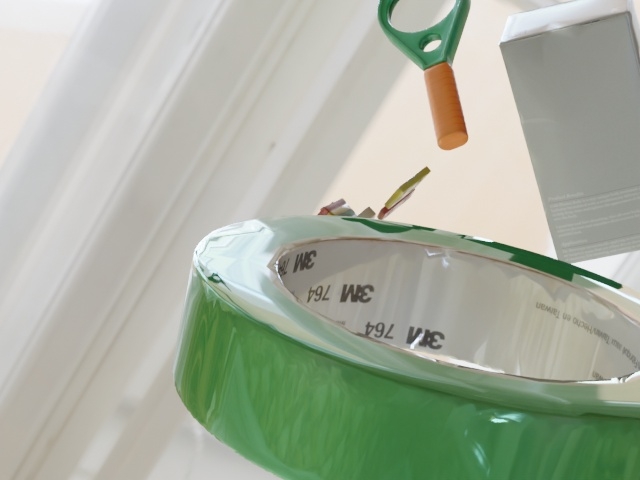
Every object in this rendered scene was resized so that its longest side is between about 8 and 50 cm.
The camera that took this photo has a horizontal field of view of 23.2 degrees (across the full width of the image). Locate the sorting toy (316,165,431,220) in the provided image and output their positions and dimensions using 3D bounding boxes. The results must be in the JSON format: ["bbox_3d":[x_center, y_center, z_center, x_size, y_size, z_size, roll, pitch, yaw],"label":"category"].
[{"bbox_3d":[0.000,0.000,1.702,0.046,0.274,0.132,50,174,5],"label":"sorting toy"}]

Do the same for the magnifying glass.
[{"bbox_3d":[0.106,-0.177,1.465,0.026,0.092,0.231,51,-156,-48],"label":"magnifying glass"}]

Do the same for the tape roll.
[{"bbox_3d":[0.077,0.070,0.914,0.321,0.077,0.321,12,-165,-3],"label":"tape roll"}]

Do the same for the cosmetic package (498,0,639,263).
[{"bbox_3d":[0.259,-0.107,1.475,0.127,0.238,0.107,-10,-160,17],"label":"cosmetic package"}]
